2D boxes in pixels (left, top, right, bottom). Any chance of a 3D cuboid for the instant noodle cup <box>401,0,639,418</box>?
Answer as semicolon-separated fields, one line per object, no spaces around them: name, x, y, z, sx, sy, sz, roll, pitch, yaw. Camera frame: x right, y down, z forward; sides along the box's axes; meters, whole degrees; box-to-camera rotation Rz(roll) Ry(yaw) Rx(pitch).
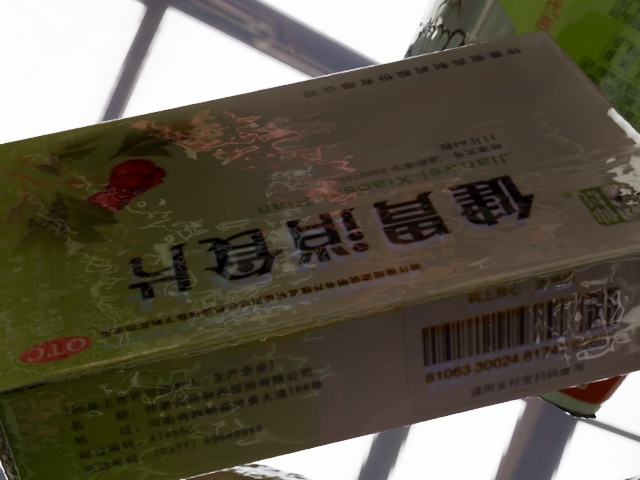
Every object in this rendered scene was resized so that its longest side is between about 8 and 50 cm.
instant noodle cup;0.164;-0.080;0.796;0.308;0.293;0.294;-61;-144;16

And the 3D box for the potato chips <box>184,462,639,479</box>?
potato chips;0.078;0.168;0.788;0.406;0.057;0.080;-8;-88;35

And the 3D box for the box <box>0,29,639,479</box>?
box;0.001;0.000;0.507;0.175;0.260;0.062;-112;-167;-55
